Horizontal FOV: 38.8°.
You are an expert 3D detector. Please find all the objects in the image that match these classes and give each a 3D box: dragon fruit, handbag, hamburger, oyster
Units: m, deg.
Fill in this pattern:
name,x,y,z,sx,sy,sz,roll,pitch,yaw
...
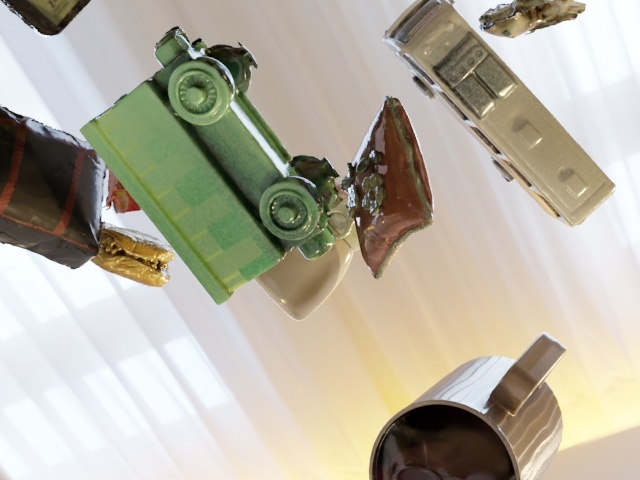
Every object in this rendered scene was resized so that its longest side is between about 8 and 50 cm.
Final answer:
name,x,y,z,sx,sy,sz,roll,pitch,yaw
dragon fruit,-0.336,-0.163,1.897,0.274,0.161,0.126,-25,-169,-22
handbag,-0.386,-0.077,1.203,0.155,0.215,0.169,-23,-128,47
hamburger,-0.310,0.022,1.479,0.138,0.147,0.083,24,-89,63
oyster,0.259,-0.295,1.188,0.108,0.053,0.165,-18,-175,-35

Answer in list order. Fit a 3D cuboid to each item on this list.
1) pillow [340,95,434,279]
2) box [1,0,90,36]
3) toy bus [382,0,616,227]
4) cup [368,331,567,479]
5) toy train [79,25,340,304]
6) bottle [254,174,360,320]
name,x,y,z,sx,sy,sz,roll,pitch,yaw
pillow,0.073,-0.061,1.108,0.075,0.171,0.179,-4,155,-18
box,-0.343,-0.475,1.278,0.350,0.211,0.058,-48,-157,-5
toy bus,0.227,-0.162,1.162,0.097,0.342,0.138,-44,-165,8
cup,0.217,0.262,1.278,0.208,0.288,0.273,10,-167,27
toy train,-0.117,-0.084,1.032,0.202,0.301,0.120,-31,-167,25
bottle,0.000,0.000,1.447,0.236,0.147,0.147,-44,-153,-3
